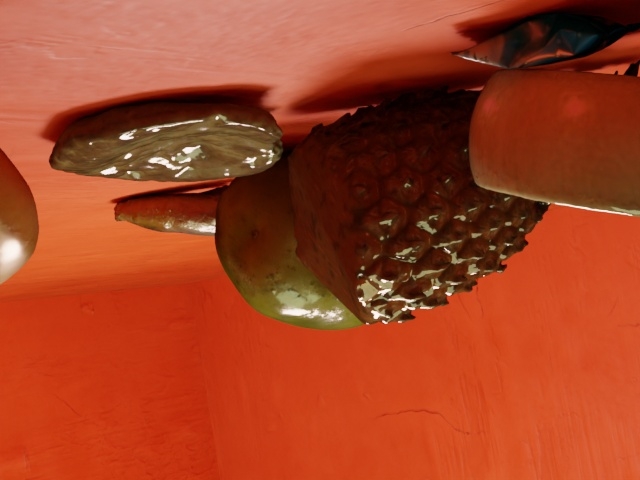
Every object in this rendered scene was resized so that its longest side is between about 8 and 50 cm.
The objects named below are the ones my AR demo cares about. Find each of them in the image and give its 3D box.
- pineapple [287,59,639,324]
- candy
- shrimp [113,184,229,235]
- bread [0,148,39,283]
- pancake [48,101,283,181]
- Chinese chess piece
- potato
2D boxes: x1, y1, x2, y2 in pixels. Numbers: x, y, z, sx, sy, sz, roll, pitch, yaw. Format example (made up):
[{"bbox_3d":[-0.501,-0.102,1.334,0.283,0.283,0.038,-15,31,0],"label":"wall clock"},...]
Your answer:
[{"bbox_3d":[0.155,-0.060,1.234,0.362,0.202,0.202,-20,178,-11],"label":"pineapple"},{"bbox_3d":[0.166,-0.151,0.984,0.136,0.038,0.088,-3,-167,29],"label":"candy"},{"bbox_3d":[-0.133,-0.040,1.690,0.262,0.066,0.117,5,-170,-5],"label":"shrimp"},{"bbox_3d":[-0.334,0.008,0.829,0.270,0.211,0.315,-7,179,-43],"label":"bread"},{"bbox_3d":[-0.134,-0.086,1.157,0.222,0.042,0.236,-6,174,18],"label":"pancake"},{"bbox_3d":[0.242,-0.076,1.040,0.250,0.101,0.250,7,-174,-1],"label":"Chinese chess piece"},{"bbox_3d":[0.001,-0.003,1.474,0.216,0.216,0.304,-11,168,22],"label":"potato"}]
